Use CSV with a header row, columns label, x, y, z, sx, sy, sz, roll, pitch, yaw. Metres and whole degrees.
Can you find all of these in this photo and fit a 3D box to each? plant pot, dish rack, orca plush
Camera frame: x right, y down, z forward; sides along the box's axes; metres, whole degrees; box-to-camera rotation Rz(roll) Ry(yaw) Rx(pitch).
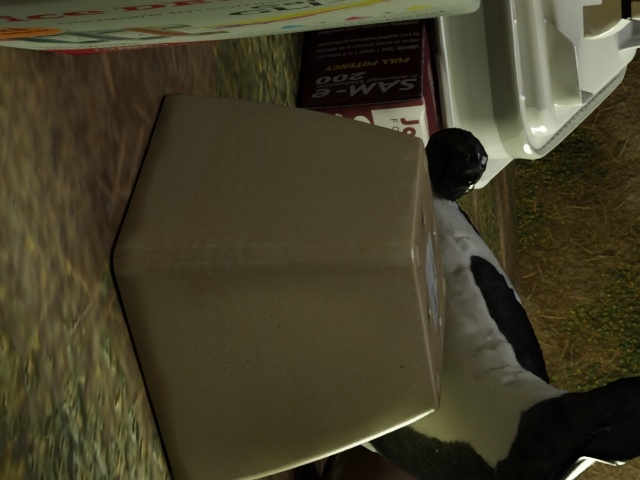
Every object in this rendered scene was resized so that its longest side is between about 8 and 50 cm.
label,x,y,z,sx,sy,sz,roll,pitch,yaw
plant pot,-0.007,0.015,0.580,0.109,0.096,0.109,-82,164,-54
dish rack,0.140,-0.219,0.979,0.285,0.072,0.332,-38,123,-58
orca plush,0.070,0.040,0.677,0.287,0.102,0.151,16,-100,62

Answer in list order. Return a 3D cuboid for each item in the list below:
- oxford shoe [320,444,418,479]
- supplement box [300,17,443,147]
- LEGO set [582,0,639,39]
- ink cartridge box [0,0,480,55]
label,x,y,z,sx,sy,sz,roll,pitch,yaw
oxford shoe,0.078,0.184,0.925,0.363,0.130,0.132,64,17,-65
supplement box,0.041,-0.115,0.981,0.130,0.073,0.239,75,14,-44
LEGO set,0.176,-0.225,0.863,0.087,0.093,0.227,-11,100,-64
ink cartridge box,-0.035,-0.113,0.375,0.176,0.128,0.127,-23,109,-79
